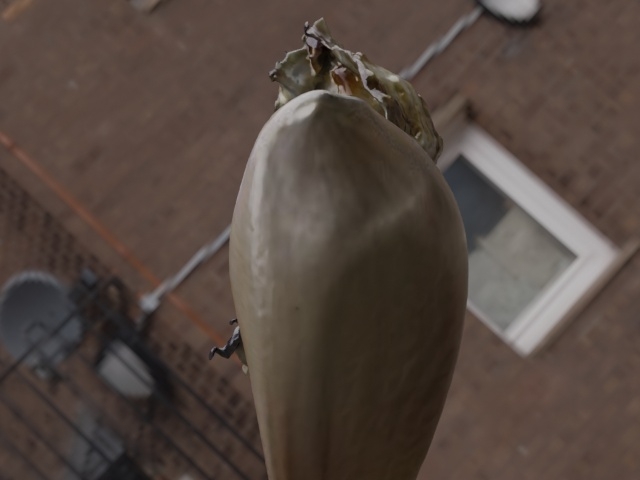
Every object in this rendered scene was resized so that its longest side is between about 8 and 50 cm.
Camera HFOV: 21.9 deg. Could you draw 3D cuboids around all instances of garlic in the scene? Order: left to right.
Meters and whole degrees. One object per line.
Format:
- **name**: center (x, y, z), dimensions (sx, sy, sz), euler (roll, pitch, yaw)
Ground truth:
- **garlic**: center (0.015, 0.052, 1.009), dimensions (0.143, 0.112, 0.318), euler (-17, -68, -34)

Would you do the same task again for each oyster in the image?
- **oyster**: center (0.003, 0.005, 1.267), dimensions (0.198, 0.133, 0.337), euler (-97, 23, -55)
